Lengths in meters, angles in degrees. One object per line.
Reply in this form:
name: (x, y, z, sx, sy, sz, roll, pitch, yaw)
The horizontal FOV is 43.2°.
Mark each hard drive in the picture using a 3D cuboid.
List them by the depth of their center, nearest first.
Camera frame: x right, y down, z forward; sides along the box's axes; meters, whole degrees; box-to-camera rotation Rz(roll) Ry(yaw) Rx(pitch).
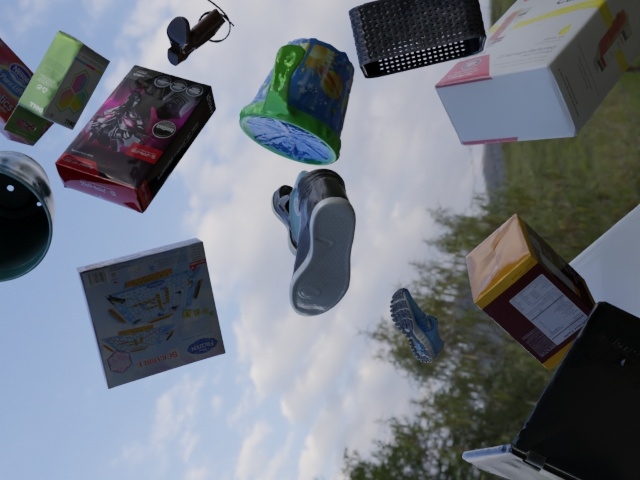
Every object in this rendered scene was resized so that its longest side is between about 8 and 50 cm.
hard drive: (0.651, 0.063, 1.591, 0.047, 0.233, 0.353, -4, -36, -46)

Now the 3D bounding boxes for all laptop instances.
laptop: (0.500, 0.325, 1.319, 0.236, 0.382, 0.408, -64, -1, -19)

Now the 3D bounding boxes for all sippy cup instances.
sippy cup: (-0.034, -0.317, 1.794, 0.305, 0.240, 0.224, -13, 54, 67)

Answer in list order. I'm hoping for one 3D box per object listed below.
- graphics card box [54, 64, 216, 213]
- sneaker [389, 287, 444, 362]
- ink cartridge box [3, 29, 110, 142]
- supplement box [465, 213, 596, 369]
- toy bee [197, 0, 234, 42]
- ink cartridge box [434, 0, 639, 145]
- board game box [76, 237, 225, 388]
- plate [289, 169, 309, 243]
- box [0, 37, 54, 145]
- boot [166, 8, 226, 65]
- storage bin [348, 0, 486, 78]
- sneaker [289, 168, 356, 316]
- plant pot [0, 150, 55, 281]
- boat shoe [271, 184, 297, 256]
graphics card box: (-0.441, -0.256, 1.969, 0.094, 0.233, 0.371, 85, -152, -53)
sneaker: (0.201, 0.168, 1.661, 0.073, 0.063, 0.162, -30, -84, -34)
ink cartridge box: (-0.485, -0.271, 1.496, 0.209, 0.062, 0.109, -60, -13, 1)
supplement box: (0.380, 0.089, 1.450, 0.129, 0.194, 0.191, -44, 13, 20)
toy bee: (-0.239, -0.524, 1.455, 0.195, 0.298, 0.162, -41, 7, 9)
ink cartridge box: (0.461, -0.373, 1.648, 0.384, 0.279, 0.160, -47, -62, -30)
board game box: (-0.429, 0.184, 2.075, 0.066, 0.319, 0.317, -155, 53, -64)
plate: (-0.031, -0.047, 1.627, 0.188, 0.024, 0.188, 171, 90, -70)
box: (-0.691, -0.334, 1.728, 0.122, 0.128, 0.257, -54, -47, -19)
boot: (-0.186, -0.331, 1.239, 0.114, 0.037, 0.106, -46, -3, -31)
storage bin: (0.139, -0.301, 1.161, 0.122, 0.180, 0.084, -9, -91, -82)
sneaker: (0.000, 0.000, 1.451, 0.146, 0.105, 0.295, -98, 15, -47)
plant pot: (-0.726, -0.083, 1.833, 0.255, 0.272, 0.271, -105, 13, -64)
boat shoe: (-0.056, -0.081, 2.288, 0.340, 0.127, 0.113, -105, 33, -54)
